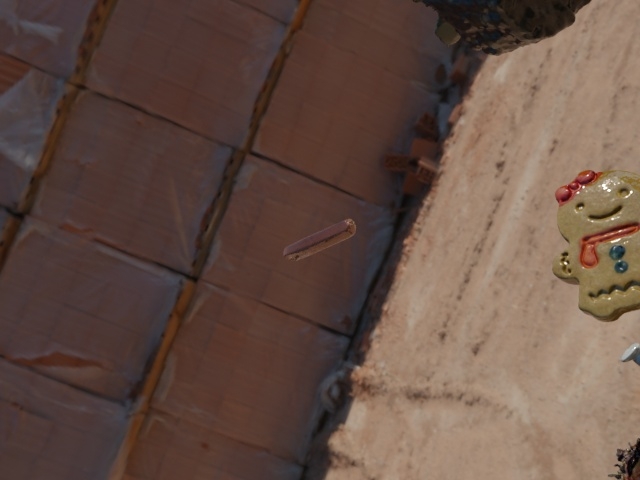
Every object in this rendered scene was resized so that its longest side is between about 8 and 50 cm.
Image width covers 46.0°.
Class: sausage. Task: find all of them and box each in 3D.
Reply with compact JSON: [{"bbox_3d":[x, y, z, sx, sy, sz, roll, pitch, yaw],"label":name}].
[{"bbox_3d":[0.000,0.000,1.276,0.147,0.035,0.030,-23,35,29],"label":"sausage"}]

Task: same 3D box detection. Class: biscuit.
[{"bbox_3d":[0.374,-0.006,0.959,0.166,0.036,0.225,-18,51,28],"label":"biscuit"}]

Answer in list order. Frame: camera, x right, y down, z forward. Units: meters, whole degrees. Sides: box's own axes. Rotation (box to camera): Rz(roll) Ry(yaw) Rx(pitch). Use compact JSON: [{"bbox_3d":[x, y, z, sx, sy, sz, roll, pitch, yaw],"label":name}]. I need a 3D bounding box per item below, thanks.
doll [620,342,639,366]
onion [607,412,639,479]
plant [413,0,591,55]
[{"bbox_3d":[0.406,0.188,0.743,0.057,0.227,0.114,-47,2,-23],"label":"doll"},{"bbox_3d":[0.547,0.310,1.034,0.285,0.348,0.347,-25,36,37],"label":"onion"},{"bbox_3d":[0.275,-0.426,1.235,0.213,0.215,0.312,-55,23,-1],"label":"plant"}]
